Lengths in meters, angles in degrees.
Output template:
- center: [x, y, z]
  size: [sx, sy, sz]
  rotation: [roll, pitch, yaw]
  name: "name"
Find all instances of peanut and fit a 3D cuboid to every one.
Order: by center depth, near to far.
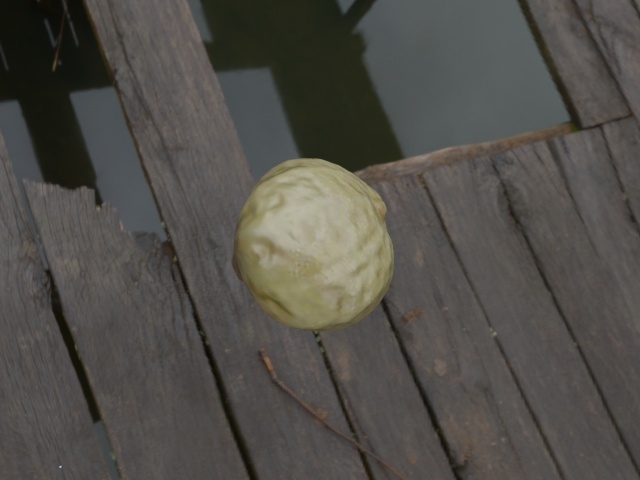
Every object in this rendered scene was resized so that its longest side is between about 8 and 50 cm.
- center: [0.000, 0.000, 0.536]
  size: [0.159, 0.109, 0.141]
  rotation: [-50, 130, -49]
  name: "peanut"
